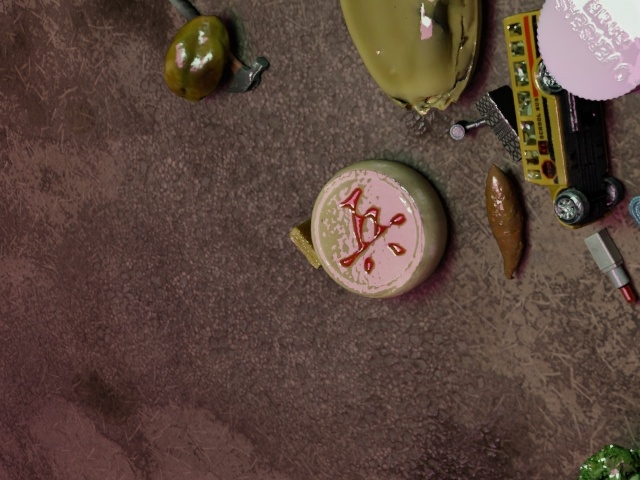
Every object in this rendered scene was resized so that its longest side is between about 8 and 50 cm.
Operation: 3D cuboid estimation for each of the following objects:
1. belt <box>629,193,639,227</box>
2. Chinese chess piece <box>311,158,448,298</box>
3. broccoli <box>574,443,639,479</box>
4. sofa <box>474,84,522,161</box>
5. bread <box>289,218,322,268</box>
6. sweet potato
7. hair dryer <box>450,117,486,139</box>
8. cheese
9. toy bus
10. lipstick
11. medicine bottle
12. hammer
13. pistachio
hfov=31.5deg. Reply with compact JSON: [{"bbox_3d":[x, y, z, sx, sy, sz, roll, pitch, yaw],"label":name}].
[{"bbox_3d":[0.547,-0.022,1.681,0.179,0.065,0.100,43,137,17],"label":"belt"},{"bbox_3d":[0.103,-0.021,2.009,0.249,0.103,0.250,7,104,30],"label":"Chinese chess piece"},{"bbox_3d":[0.543,0.512,1.722,0.310,0.320,0.414,141,125,-67],"label":"broccoli"},{"bbox_3d":[0.305,-0.188,1.820,0.118,0.060,0.039,56,138,8],"label":"sofa"},{"bbox_3d":[0.000,0.000,2.124,0.090,0.094,0.035,50,131,12],"label":"bread"},{"bbox_3d":[0.307,-0.032,1.882,0.068,0.059,0.206,-143,40,-73],"label":"sweet potato"},{"bbox_3d":[0.257,-0.194,1.877,0.083,0.047,0.026,-20,101,23],"label":"hair dryer"},{"bbox_3d":[0.153,-0.363,1.848,0.259,0.128,0.316,-12,92,50],"label":"cheese"},{"bbox_3d":[0.368,-0.190,1.730,0.123,0.121,0.336,5,109,48],"label":"toy bus"},{"bbox_3d":[0.464,0.046,1.792,0.030,0.030,0.129,-34,83,42],"label":"lipstick"},{"bbox_3d":[0.432,-0.293,1.520,0.178,0.290,0.178,15,114,37],"label":"medicine bottle"},{"bbox_3d":[-0.217,-0.399,2.202,0.288,0.033,0.111,50,130,15],"label":"hammer"},{"bbox_3d":[-0.238,-0.340,2.147,0.189,0.110,0.100,-58,35,36],"label":"pistachio"}]
